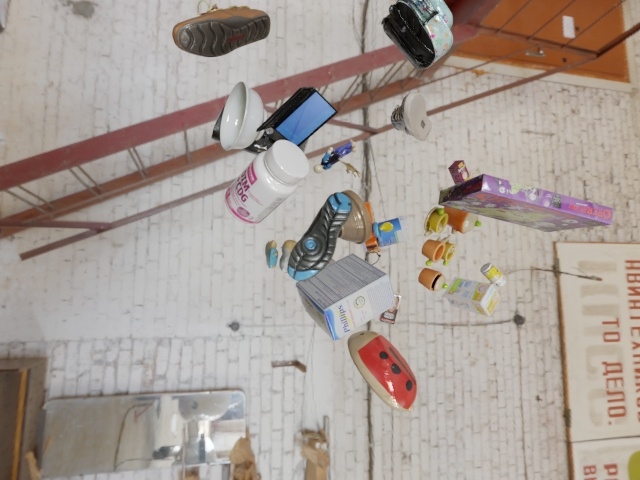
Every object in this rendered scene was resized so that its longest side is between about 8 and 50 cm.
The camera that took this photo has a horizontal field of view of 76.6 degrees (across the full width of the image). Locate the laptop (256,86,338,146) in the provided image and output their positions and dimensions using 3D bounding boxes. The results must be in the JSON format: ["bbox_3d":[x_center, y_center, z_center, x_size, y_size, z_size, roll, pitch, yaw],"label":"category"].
[{"bbox_3d":[-0.082,-0.458,1.546,0.234,0.136,0.264,-37,-170,22],"label":"laptop"}]

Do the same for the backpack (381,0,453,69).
[{"bbox_3d":[0.383,-0.796,1.539,0.253,0.191,0.225,54,-9,-6],"label":"backpack"}]

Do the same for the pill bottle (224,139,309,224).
[{"bbox_3d":[-0.172,-0.182,1.290,0.283,0.160,0.160,-36,-131,40],"label":"pill bottle"}]

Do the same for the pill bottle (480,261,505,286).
[{"bbox_3d":[0.818,0.164,1.916,0.065,0.116,0.065,-45,-175,5],"label":"pill bottle"}]

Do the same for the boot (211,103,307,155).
[{"bbox_3d":[-0.278,-0.565,2.042,0.146,0.445,0.367,114,-7,-49],"label":"boot"}]

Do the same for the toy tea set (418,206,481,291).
[{"bbox_3d":[0.428,0.025,1.337,0.124,0.200,0.336,29,-45,36],"label":"toy tea set"}]

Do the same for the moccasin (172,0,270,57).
[{"bbox_3d":[-0.346,-0.735,1.390,0.147,0.380,0.139,36,-34,20],"label":"moccasin"}]

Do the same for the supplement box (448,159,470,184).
[{"bbox_3d":[0.545,-0.266,1.589,0.043,0.055,0.083,12,-40,57],"label":"supplement box"}]

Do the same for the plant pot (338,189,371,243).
[{"bbox_3d":[0.103,-0.084,1.695,0.237,0.109,0.237,51,-26,37],"label":"plant pot"}]

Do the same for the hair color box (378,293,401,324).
[{"bbox_3d":[0.330,0.320,1.920,0.043,0.072,0.141,-124,-132,-87],"label":"hair color box"}]

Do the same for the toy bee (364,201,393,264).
[{"bbox_3d":[0.217,-0.012,1.822,0.162,0.195,0.298,50,53,-59],"label":"toy bee"}]

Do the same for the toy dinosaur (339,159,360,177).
[{"bbox_3d":[0.161,-0.399,2.211,0.053,0.183,0.092,-50,159,-5],"label":"toy dinosaur"}]

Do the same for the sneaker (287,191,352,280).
[{"bbox_3d":[0.000,0.000,1.391,0.341,0.125,0.140,-56,-179,-19],"label":"sneaker"}]

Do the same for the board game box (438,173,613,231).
[{"bbox_3d":[0.502,-0.086,1.020,0.208,0.346,0.056,145,-43,-76],"label":"board game box"}]

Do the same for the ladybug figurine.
[{"bbox_3d":[0.315,0.614,1.963,0.162,0.305,0.449,-46,-112,18],"label":"ladybug figurine"}]

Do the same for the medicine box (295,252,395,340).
[{"bbox_3d":[0.093,0.207,1.579,0.263,0.289,0.149,33,-34,59],"label":"medicine box"}]

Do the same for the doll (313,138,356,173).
[{"bbox_3d":[0.051,-0.325,1.584,0.046,0.189,0.129,53,-6,19],"label":"doll"}]

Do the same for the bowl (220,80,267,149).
[{"bbox_3d":[-0.324,-0.527,1.776,0.298,0.134,0.298,-20,-114,54],"label":"bowl"}]

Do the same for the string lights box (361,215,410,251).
[{"bbox_3d":[0.334,-0.032,2.141,0.133,0.259,0.077,62,16,-53],"label":"string lights box"}]

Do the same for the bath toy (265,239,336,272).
[{"bbox_3d":[-0.082,0.087,1.883,0.129,0.348,0.151,30,-77,65],"label":"bath toy"}]

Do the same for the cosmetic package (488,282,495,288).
[{"bbox_3d":[0.791,0.255,1.986,0.115,0.041,0.060,-28,-166,34],"label":"cosmetic package"}]

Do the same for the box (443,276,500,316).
[{"bbox_3d":[0.695,0.256,1.861,0.114,0.103,0.203,-50,-151,-18],"label":"box"}]

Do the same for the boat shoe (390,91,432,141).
[{"bbox_3d":[0.354,-0.523,1.694,0.127,0.158,0.340,-62,155,1],"label":"boat shoe"}]
